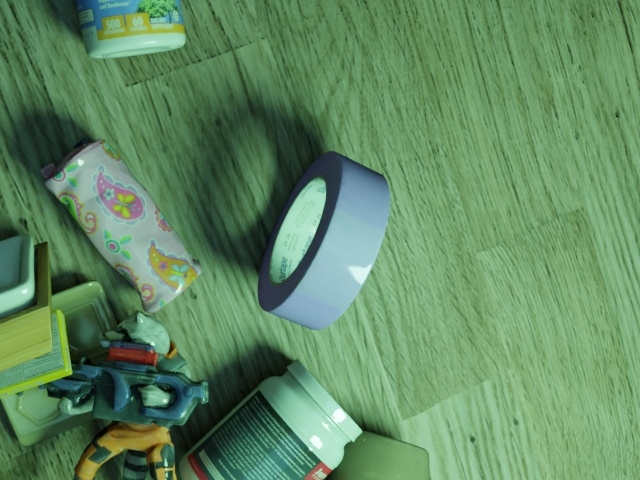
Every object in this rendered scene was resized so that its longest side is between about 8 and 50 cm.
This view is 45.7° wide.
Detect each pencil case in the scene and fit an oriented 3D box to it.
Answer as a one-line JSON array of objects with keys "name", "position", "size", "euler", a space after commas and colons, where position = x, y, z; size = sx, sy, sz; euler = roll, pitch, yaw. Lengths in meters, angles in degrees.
[{"name": "pencil case", "position": [-0.311, -0.025, 1.199], "size": [0.124, 0.124, 0.284], "euler": [-38, 106, -8]}]

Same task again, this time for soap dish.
[{"name": "soap dish", "position": [-0.515, 0.116, 1.069], "size": [0.290, 0.229, 0.118], "euler": [-21, 117, -11]}]

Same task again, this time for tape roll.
[{"name": "tape roll", "position": [0.000, 0.000, 1.210], "size": [0.090, 0.275, 0.275], "euler": [25, 90, -18]}]

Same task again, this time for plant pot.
[{"name": "plant pot", "position": [0.096, 0.466, 1.347], "size": [0.263, 0.263, 0.229], "euler": [22, 72, -19]}]

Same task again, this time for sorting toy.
[{"name": "sorting toy", "position": [-0.466, 0.215, 1.229], "size": [0.307, 0.041, 0.229], "euler": [-21, 106, -11]}]

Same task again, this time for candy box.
[{"name": "candy box", "position": [-0.481, 0.184, 1.141], "size": [0.205, 0.027, 0.105], "euler": [-18, 63, -2]}]

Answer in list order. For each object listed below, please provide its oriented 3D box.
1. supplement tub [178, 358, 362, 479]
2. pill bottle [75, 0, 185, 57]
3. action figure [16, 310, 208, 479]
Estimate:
[{"name": "supplement tub", "position": [-0.084, 0.354, 1.282], "size": [0.272, 0.191, 0.191], "euler": [-42, 107, -7]}, {"name": "pill bottle", "position": [-0.295, -0.416, 1.123], "size": [0.152, 0.152, 0.272], "euler": [-12, 102, -15]}, {"name": "action figure", "position": [-0.330, 0.266, 1.206], "size": [0.341, 0.178, 0.330], "euler": [13, 92, 12]}]
